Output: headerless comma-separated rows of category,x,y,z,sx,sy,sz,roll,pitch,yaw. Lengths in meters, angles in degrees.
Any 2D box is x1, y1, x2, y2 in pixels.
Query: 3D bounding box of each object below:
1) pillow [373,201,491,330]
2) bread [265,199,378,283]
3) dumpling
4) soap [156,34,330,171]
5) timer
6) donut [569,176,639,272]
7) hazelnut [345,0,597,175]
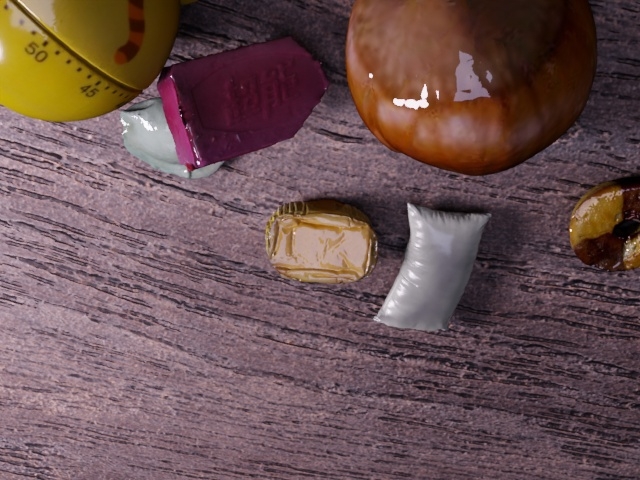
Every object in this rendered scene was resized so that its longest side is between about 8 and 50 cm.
pillow,0.191,0.051,1.402,0.144,0.078,0.254,14,119,-2
bread,0.000,0.000,1.380,0.190,0.114,0.132,5,109,-7
dumpling,-0.215,-0.180,1.321,0.216,0.105,0.149,-10,159,0
soap,-0.111,-0.218,1.224,0.249,0.099,0.162,-22,97,-24
timer,-0.335,-0.364,1.106,0.376,0.376,0.387,43,100,-16
donut,0.501,-0.032,1.332,0.184,0.073,0.166,-19,114,14
hazelnut,0.207,-0.242,1.135,0.372,0.316,0.372,13,151,7
